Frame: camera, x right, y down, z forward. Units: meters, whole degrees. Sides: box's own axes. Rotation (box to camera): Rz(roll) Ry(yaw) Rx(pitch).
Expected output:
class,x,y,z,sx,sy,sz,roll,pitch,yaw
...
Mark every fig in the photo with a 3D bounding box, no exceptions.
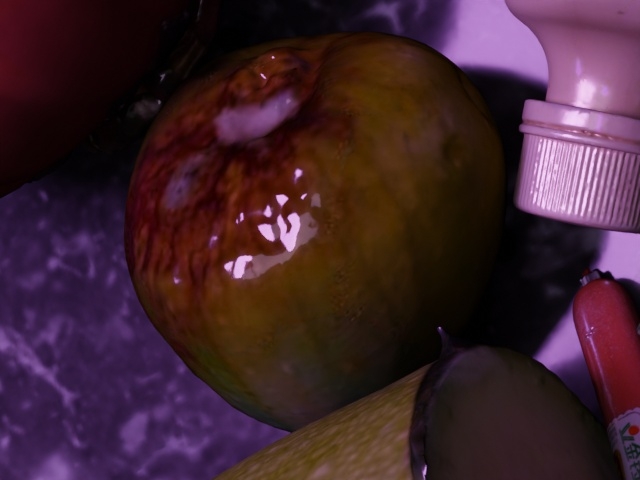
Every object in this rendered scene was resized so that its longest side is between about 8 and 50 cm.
class,x,y,z,sx,sy,sz,roll,pitch,yaw
fig,0.000,0.000,0.778,0.181,0.181,0.191,6,121,26

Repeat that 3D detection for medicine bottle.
class,x,y,z,sx,sy,sz,roll,pitch,yaw
medicine bottle,0.141,-0.130,0.735,0.114,0.114,0.252,12,95,26

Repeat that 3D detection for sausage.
class,x,y,z,sx,sy,sz,roll,pitch,yaw
sausage,0.149,0.113,0.718,0.034,0.034,0.253,-31,46,23

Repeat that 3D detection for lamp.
class,x,y,z,sx,sy,sz,roll,pitch,yaw
lamp,-0.179,-0.155,0.808,0.303,0.257,0.303,-38,31,28

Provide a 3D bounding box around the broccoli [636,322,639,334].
class,x,y,z,sx,sy,sz,roll,pitch,yaw
broccoli,0.243,0.125,0.553,0.252,0.361,0.221,22,120,-7

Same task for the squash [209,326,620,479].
class,x,y,z,sx,sy,sz,roll,pitch,yaw
squash,-0.026,0.244,0.732,0.384,0.263,0.263,-33,75,22
